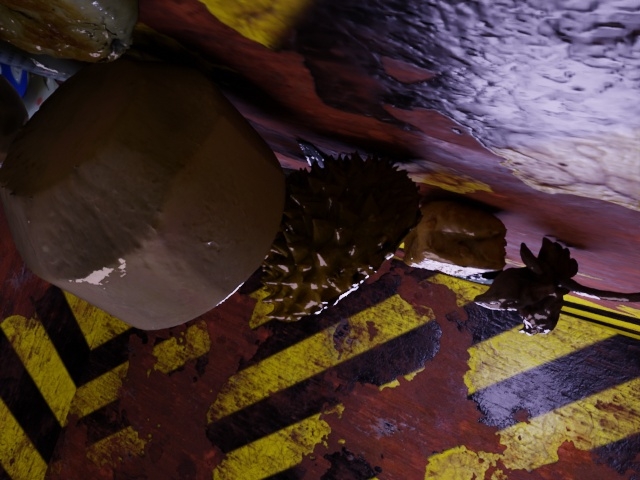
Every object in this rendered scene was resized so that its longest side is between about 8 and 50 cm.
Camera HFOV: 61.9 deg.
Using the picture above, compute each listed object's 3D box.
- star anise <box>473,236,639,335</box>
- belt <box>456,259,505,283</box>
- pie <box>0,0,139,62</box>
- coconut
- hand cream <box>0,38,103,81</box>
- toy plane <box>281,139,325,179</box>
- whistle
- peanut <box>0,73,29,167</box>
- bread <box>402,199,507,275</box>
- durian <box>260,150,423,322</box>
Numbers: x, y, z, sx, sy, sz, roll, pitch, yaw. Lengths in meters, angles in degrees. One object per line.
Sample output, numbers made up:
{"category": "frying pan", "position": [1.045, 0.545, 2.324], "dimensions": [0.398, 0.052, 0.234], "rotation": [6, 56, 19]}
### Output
{"category": "star anise", "position": [0.331, 0.081, 0.610], "dimensions": [0.219, 0.148, 0.227], "rotation": [-23, -154, -15]}
{"category": "belt", "position": [0.308, 0.049, 1.054], "dimensions": [0.105, 0.058, 0.140], "rotation": [14, 174, 5]}
{"category": "pie", "position": [-0.218, -0.166, 0.288], "dimensions": [0.241, 0.054, 0.240], "rotation": [18, 179, 0]}
{"category": "coconut", "position": [-0.152, -0.036, 0.493], "dimensions": [0.241, 0.241, 0.241], "rotation": [20, 178, 1]}
{"category": "hand cream", "position": [-0.293, -0.184, 0.468], "dimensions": [0.331, 0.058, 0.085], "rotation": [21, 175, -39]}
{"category": "toy plane", "position": [-0.005, -0.074, 0.708], "dimensions": [0.226, 0.058, 0.226], "rotation": [20, 162, -4]}
{"category": "whistle", "position": [-0.388, -0.194, 0.622], "dimensions": [0.092, 0.110, 0.244], "rotation": [-14, 169, 13]}
{"category": "peanut", "position": [-0.316, -0.109, 0.418], "dimensions": [0.136, 0.120, 0.298], "rotation": [43, 171, -12]}
{"category": "bread", "position": [0.166, 0.000, 0.686], "dimensions": [0.114, 0.083, 0.211], "rotation": [14, 178, 3]}
{"category": "durian", "position": [-0.001, -0.012, 0.563], "dimensions": [0.183, 0.137, 0.250], "rotation": [-29, -175, -30]}
